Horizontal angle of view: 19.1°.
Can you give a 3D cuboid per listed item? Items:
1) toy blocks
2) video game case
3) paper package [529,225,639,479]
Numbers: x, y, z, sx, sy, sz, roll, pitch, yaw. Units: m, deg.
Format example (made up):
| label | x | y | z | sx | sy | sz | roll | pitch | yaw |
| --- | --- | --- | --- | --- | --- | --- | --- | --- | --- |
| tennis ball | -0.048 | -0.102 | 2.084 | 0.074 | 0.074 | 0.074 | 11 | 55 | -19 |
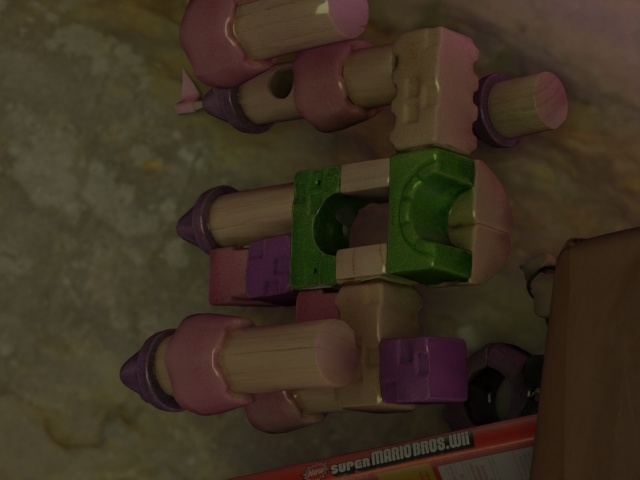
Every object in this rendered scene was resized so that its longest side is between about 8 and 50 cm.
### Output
| label | x | y | z | sx | sy | sz | roll | pitch | yaw |
| --- | --- | --- | --- | --- | --- | --- | --- | --- | --- |
| toy blocks | 0.000 | 0.000 | 1.322 | 0.260 | 0.309 | 0.289 | -9 | 74 | 42 |
| video game case | 0.073 | 0.206 | 1.305 | 0.285 | 0.204 | 0.025 | -13 | 46 | 9 |
| paper package | 0.286 | 0.179 | 1.175 | 0.168 | 0.309 | 0.325 | -7 | 71 | 53 |
